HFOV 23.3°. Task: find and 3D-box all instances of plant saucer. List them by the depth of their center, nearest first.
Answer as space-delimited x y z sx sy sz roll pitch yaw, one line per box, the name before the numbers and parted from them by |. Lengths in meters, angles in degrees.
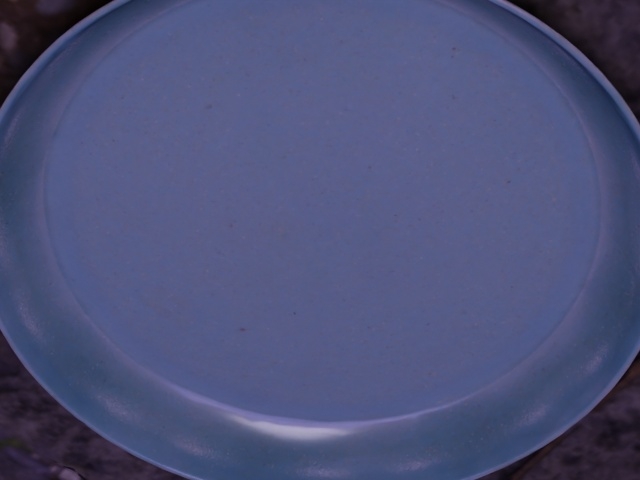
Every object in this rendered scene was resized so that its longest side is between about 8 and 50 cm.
plant saucer | 0.000 0.000 0.724 0.318 0.043 0.317 2 128 3
